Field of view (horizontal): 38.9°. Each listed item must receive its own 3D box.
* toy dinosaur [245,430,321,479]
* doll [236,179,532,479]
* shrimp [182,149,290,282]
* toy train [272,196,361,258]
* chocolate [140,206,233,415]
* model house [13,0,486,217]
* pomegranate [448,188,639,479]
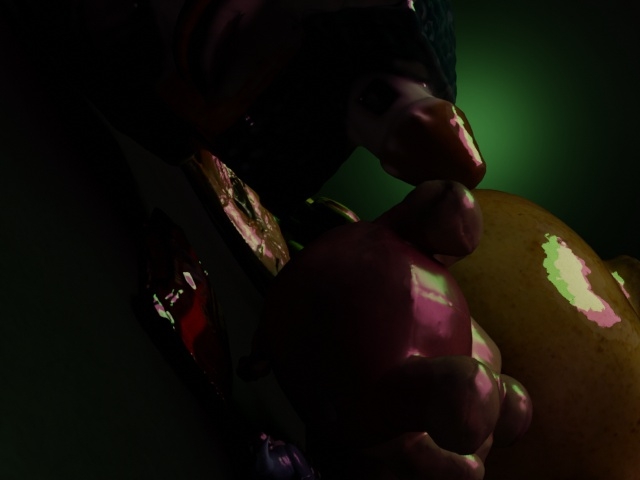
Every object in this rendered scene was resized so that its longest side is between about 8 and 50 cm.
[{"bbox_3d":[-0.019,0.121,0.464,0.047,0.031,0.083,57,-1,19],"label":"toy dinosaur"},{"bbox_3d":[0.056,0.092,0.582,0.152,0.196,0.255,26,-28,23],"label":"doll"},{"bbox_3d":[-0.113,-0.049,1.132,0.267,0.061,0.145,60,9,-10],"label":"shrimp"},{"bbox_3d":[0.000,0.000,1.284,0.296,0.100,0.160,38,-11,5],"label":"toy train"},{"bbox_3d":[-0.076,0.032,0.536,0.086,0.028,0.182,61,-2,-17],"label":"chocolate"},{"bbox_3d":[-0.008,-0.141,0.599,0.301,0.271,0.190,42,-8,33],"label":"model house"},{"bbox_3d":[0.198,0.138,1.022,0.416,0.417,0.416,58,0,0],"label":"pomegranate"}]
